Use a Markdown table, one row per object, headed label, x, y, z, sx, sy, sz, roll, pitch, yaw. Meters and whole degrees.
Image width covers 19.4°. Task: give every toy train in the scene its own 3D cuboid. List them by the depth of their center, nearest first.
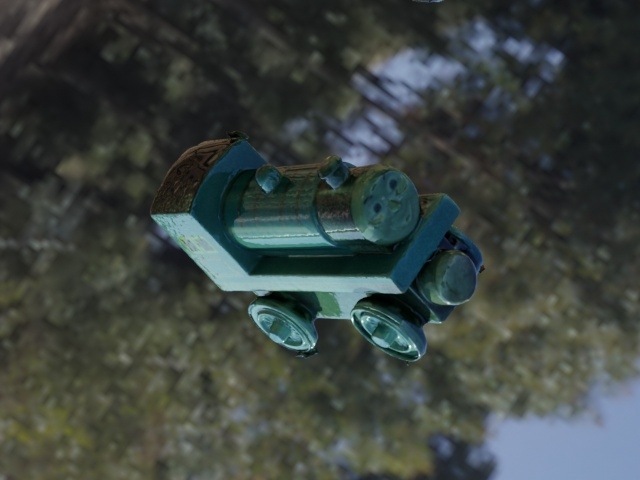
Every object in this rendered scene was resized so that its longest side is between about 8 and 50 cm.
| label | x | y | z | sx | sy | sz | roll | pitch | yaw |
| --- | --- | --- | --- | --- | --- | --- | --- | --- | --- |
| toy train | 0.000 | 0.000 | 1.562 | 0.298 | 0.194 | 0.120 | -2 | -133 | 55 |
